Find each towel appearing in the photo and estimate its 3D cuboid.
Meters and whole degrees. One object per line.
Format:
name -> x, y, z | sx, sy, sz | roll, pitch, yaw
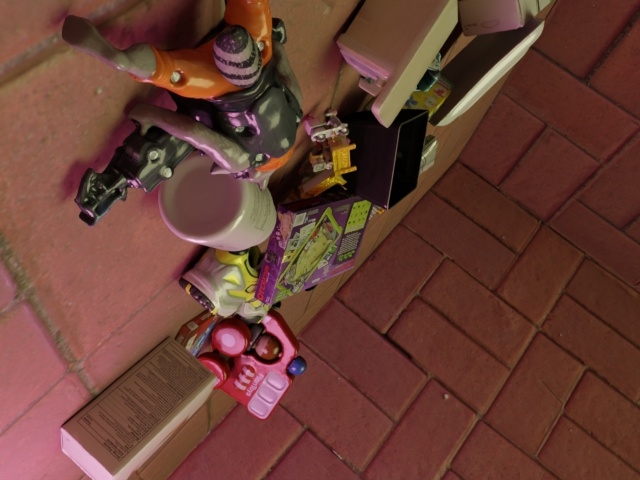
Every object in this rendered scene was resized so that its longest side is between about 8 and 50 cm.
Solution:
towel -> 0.181, -0.132, 1.610 | 0.312, 0.056, 0.324 | -44, 176, 3

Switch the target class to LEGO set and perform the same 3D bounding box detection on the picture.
LEGO set -> -0.008, -0.174, 1.278 | 0.132, 0.107, 0.287 | -6, 153, -23

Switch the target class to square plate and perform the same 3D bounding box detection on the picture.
square plate -> 0.401, -0.443, 1.608 | 0.347, 0.049, 0.344 | -44, -162, 13

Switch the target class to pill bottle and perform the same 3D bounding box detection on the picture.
pill bottle -> -0.142, -0.051, 0.935 | 0.131, 0.131, 0.229 | -51, 169, 2

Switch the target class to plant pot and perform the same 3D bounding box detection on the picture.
plant pot -> 0.121, -0.199, 1.353 | 0.188, 0.167, 0.187 | -35, 137, -54

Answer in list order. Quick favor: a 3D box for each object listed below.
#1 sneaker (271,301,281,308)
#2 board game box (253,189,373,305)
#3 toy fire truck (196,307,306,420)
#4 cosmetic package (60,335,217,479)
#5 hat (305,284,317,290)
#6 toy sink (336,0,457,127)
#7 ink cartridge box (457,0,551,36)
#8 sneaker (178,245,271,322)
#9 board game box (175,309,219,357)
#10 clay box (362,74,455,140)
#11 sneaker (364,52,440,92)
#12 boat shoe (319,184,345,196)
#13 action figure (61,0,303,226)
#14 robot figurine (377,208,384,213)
sneaker -> -0.133, 0.127, 1.659 | 0.188, 0.078, 0.067 | 91, 14, -53
board game box -> 0.000, 0.000, 1.314 | 0.347, 0.056, 0.208 | -19, 127, -57
toy fire truck -> -0.173, 0.311, 1.629 | 0.302, 0.254, 0.169 | -57, 179, 24
cosmetic package -> -0.381, 0.366, 1.302 | 0.296, 0.153, 0.129 | -40, 164, -41
hat -> -0.098, 0.054, 1.779 | 0.173, 0.184, 0.208 | -52, -147, 44
toy sink -> 0.119, -0.338, 1.064 | 0.234, 0.131, 0.153 | -57, 169, 8
ink cartridge box -> 0.463, -0.596, 1.518 | 0.219, 0.160, 0.092 | -43, 124, -37
sneaker -> -0.154, 0.079, 1.301 | 0.147, 0.145, 0.385 | -51, 171, 2
board game box -> -0.342, 0.284, 1.526 | 0.281, 0.027, 0.145 | -57, 167, 30
clay box -> 0.215, -0.335, 1.484 | 0.222, 0.127, 0.053 | -46, 169, -24
sneaker -> 0.210, -0.377, 1.327 | 0.283, 0.122, 0.110 | -43, 167, -39
boat shoe -> -0.002, -0.067, 1.531 | 0.306, 0.113, 0.104 | -38, 157, -60
action figure -> -0.121, -0.133, 0.652 | 0.341, 0.179, 0.330 | -52, 160, -8
robot figurine -> 0.190, -0.162, 2.083 | 0.211, 0.085, 0.291 | -54, 169, 10
